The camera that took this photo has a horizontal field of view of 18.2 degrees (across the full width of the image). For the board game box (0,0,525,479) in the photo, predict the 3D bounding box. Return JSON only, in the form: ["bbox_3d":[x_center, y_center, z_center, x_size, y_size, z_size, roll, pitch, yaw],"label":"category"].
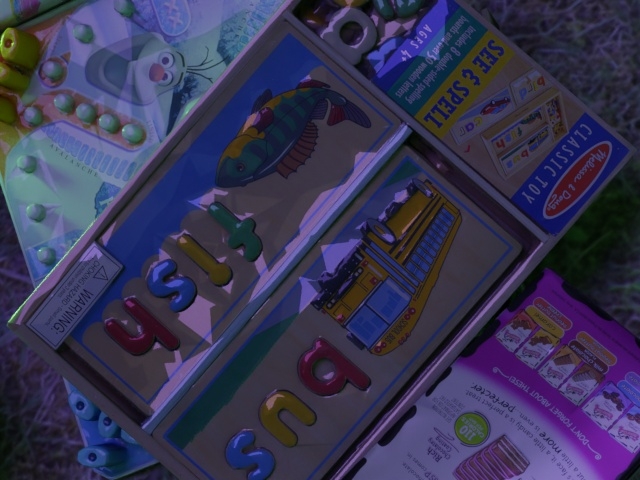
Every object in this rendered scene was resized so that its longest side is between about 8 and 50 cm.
[{"bbox_3d":[-0.078,-0.053,1.602,0.390,0.050,0.390,-23,78,17],"label":"board game box"}]

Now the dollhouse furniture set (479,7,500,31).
[{"bbox_3d":[0.040,-0.201,1.671,0.182,0.101,0.161,-22,57,16],"label":"dollhouse furniture set"}]

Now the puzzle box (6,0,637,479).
[{"bbox_3d":[0.000,0.000,1.478,0.272,0.052,0.409,41,93,2],"label":"puzzle box"}]

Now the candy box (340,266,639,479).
[{"bbox_3d":[0.145,0.157,1.430,0.233,0.071,0.159,-45,59,-7],"label":"candy box"}]

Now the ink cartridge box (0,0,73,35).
[{"bbox_3d":[-0.259,-0.240,1.769,0.353,0.207,0.119,-23,86,18],"label":"ink cartridge box"}]
